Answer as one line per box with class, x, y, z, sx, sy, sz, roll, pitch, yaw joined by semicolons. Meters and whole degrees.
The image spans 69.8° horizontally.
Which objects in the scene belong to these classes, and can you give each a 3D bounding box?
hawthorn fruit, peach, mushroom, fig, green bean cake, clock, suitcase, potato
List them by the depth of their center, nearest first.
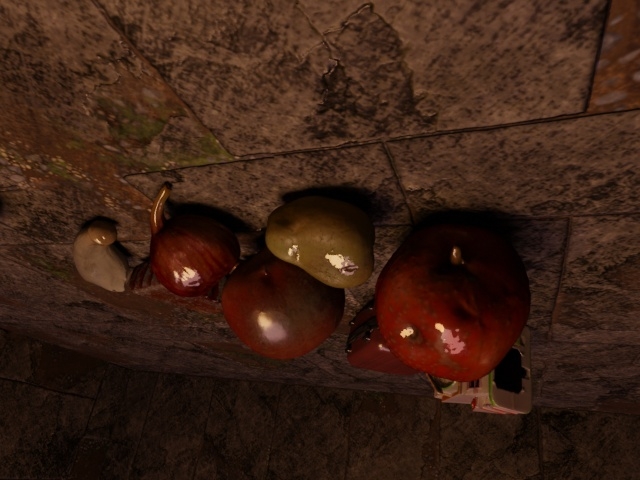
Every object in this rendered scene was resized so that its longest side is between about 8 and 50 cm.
potato;0.000;0.000;0.792;0.194;0.157;0.157;8;155;5
hawthorn fruit;0.226;0.097;0.800;0.275;0.275;0.299;4;143;11
fig;-0.273;0.007;0.905;0.207;0.175;0.175;41;142;-25
peach;-0.072;0.117;0.940;0.252;0.252;0.252;7;155;3
mushroom;-0.530;0.034;1.096;0.118;0.103;0.270;12;149;-6
green bean cake;-0.351;0.120;1.214;0.198;0.097;0.233;-16;145;39
suitcase;0.210;0.266;1.260;0.236;0.161;0.297;13;154;-8
clock;0.428;0.367;1.314;0.166;0.235;0.309;19;153;-18

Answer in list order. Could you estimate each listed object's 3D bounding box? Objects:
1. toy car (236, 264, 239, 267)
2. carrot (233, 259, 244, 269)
toy car;-0.154;0.173;1.183;0.097;0.141;0.320;-1;157;15
carrot;-0.255;0.048;1.112;0.190;0.037;0.037;13;155;-16
